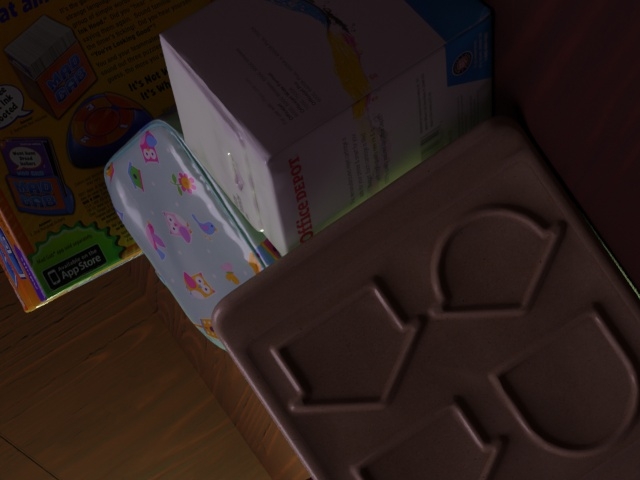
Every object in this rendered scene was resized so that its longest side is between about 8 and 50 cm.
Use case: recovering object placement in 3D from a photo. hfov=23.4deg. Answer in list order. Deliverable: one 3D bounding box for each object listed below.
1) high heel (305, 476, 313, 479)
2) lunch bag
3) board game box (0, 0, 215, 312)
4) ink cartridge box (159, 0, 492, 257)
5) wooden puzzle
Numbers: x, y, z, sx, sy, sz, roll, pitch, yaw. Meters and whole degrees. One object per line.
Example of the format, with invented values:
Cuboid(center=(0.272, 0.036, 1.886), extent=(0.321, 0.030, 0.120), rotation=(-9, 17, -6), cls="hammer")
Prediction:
Cuboid(center=(0.125, 0.346, 1.905), extent=(0.377, 0.127, 0.181), rotation=(5, 172, 19), cls="high heel")
Cuboid(center=(-0.105, -0.017, 1.718), extent=(0.279, 0.108, 0.224), rotation=(55, 145, -1), cls="lunch bag")
Cuboid(center=(-0.291, -0.151, 1.989), extent=(0.356, 0.356, 0.356), rotation=(63, 165, -2), cls="board game box")
Cuboid(center=(0.008, -0.135, 1.341), extent=(0.168, 0.233, 0.171), rotation=(49, 164, 27), cls="ink cartridge box")
Cuboid(center=(0.126, 0.115, 1.360), extent=(0.348, 0.322, 0.080), rotation=(56, -179, -2), cls="wooden puzzle")
